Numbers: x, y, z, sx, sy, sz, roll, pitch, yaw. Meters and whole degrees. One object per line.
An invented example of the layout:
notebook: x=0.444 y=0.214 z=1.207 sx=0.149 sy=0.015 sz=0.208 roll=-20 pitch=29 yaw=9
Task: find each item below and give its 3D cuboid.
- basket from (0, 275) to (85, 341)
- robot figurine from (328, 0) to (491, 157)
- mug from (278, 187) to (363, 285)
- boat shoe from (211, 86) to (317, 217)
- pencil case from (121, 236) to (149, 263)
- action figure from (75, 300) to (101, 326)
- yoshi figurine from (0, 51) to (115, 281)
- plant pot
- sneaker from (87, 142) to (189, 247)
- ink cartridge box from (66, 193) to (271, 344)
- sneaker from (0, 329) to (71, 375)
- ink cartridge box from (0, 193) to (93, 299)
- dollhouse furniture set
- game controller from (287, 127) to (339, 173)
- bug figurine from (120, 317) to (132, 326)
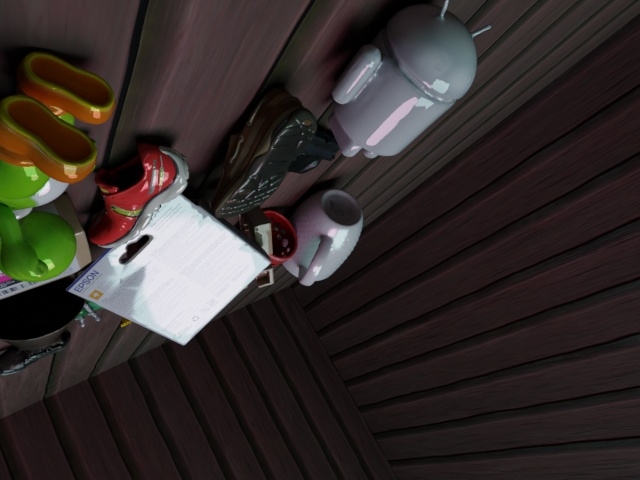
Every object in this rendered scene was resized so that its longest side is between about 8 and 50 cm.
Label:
basket: x=-0.696 y=0.185 z=0.995 sx=0.204 sy=0.154 sz=0.227 roll=-21 pitch=170 yaw=-40
robot figurine: x=0.161 y=-0.312 z=0.826 sx=0.300 sy=0.199 sz=0.353 roll=-10 pitch=160 yaw=-41
mug: x=0.000 y=0.000 z=1.535 sx=0.328 sy=0.276 sz=0.374 roll=-52 pitch=-164 yaw=50
boat shoe: x=-0.136 y=-0.177 z=0.862 sx=0.324 sy=0.119 sz=0.123 roll=-44 pitch=161 yaw=32
pencil case: x=-0.392 y=0.028 z=1.146 sx=0.124 sy=0.124 sz=0.284 roll=-38 pitch=170 yaw=38
action figure: x=-0.749 y=0.217 z=1.260 sx=0.137 sy=0.063 sz=0.232 roll=-23 pitch=165 yaw=-19
yoshi figurine: x=-0.387 y=-0.055 z=0.565 sx=0.362 sy=0.203 sz=0.204 roll=-33 pitch=177 yaw=32
plant pot: x=-0.203 y=0.009 z=1.441 sx=0.174 sy=0.191 sz=0.191 roll=-29 pitch=174 yaw=40
sneaker: x=-0.373 y=-0.090 z=0.772 sx=0.279 sy=0.107 sz=0.118 roll=-38 pitch=150 yaw=23
ink cartridge box: x=-0.340 y=0.066 z=0.971 sx=0.324 sy=0.071 sz=0.330 roll=-43 pitch=129 yaw=4
sneaker: x=-0.926 y=0.348 z=1.328 sx=0.130 sy=0.087 sz=0.228 roll=-39 pitch=170 yaw=35
ink cartridge box: x=-0.561 y=0.026 z=0.751 sx=0.235 sy=0.088 sz=0.193 roll=-24 pitch=170 yaw=-30
dollhouse furniture set: x=-0.325 y=0.005 z=1.097 sx=0.356 sy=0.174 sz=0.303 roll=-15 pitch=128 yaw=-20
game controller: x=-0.065 y=-0.231 z=1.037 sx=0.167 sy=0.067 sz=0.319 roll=-19 pitch=175 yaw=24
bug figurine: x=-0.674 y=0.258 z=1.637 sx=0.216 sy=0.072 sz=0.279 roll=-27 pitch=176 yaw=17
